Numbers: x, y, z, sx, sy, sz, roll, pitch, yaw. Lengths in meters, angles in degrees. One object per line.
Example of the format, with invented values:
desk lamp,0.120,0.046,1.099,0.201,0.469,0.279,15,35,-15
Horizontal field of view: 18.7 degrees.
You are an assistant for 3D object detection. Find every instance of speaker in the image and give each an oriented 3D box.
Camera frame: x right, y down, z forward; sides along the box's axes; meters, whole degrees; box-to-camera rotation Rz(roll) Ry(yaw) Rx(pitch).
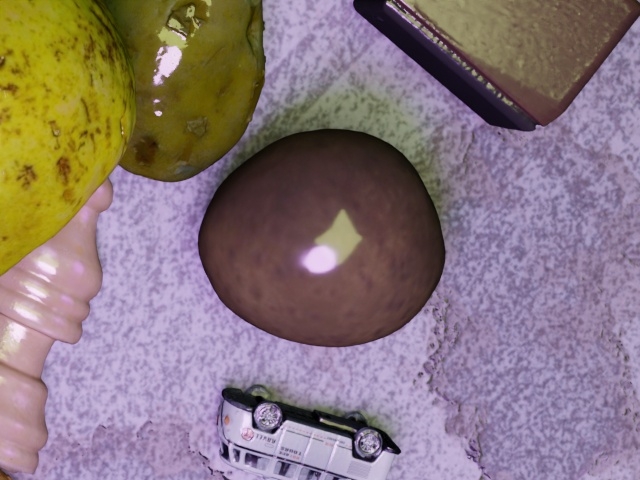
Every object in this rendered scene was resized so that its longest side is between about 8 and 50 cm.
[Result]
speaker,0.178,-0.248,1.992,0.231,0.153,0.192,40,85,-15

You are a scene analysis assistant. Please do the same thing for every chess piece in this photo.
chess piece,-0.287,0.066,1.940,0.139,0.124,0.307,24,86,15

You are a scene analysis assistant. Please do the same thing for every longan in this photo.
longan,0.000,0.000,1.953,0.246,0.215,0.246,9,127,12

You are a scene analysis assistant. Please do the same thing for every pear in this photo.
pear,-0.372,-0.139,1.746,0.391,0.391,0.391,-2,97,-14

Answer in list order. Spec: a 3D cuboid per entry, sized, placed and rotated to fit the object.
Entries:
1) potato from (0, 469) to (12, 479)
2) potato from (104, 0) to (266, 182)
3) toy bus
potato,-0.351,0.298,1.940,0.137,0.137,0.176,-23,79,-11
potato,-0.140,-0.183,1.916,0.186,0.148,0.253,3,113,-53
toy bus,-0.020,0.214,2.032,0.194,0.087,0.089,17,96,-14
